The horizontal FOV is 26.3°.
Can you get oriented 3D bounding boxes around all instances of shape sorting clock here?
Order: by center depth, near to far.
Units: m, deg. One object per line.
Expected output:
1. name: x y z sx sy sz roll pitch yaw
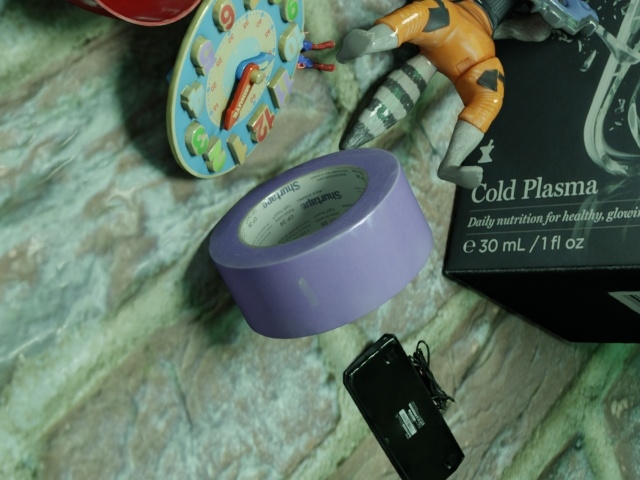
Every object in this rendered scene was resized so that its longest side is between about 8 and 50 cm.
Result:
1. shape sorting clock: -0.070 -0.151 1.209 0.206 0.040 0.206 -53 158 -32

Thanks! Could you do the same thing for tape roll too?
1. tape roll: 0.000 0.000 1.227 0.189 0.189 0.080 -48 121 -39

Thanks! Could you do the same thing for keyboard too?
1. keyboard: 0.093 0.179 1.452 0.100 0.038 0.192 -39 120 -17

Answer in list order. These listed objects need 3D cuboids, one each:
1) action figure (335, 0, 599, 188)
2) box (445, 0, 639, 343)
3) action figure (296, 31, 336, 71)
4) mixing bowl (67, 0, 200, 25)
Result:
1. action figure: 0.105 -0.255 1.433 0.341 0.178 0.330 39 48 -11
2. box: 0.440 -0.146 1.519 0.297 0.480 0.472 28 67 -44
3. action figure: -0.028 -0.184 1.330 0.115 0.030 0.038 -3 95 -47
4. mixing bowl: -0.179 -0.258 1.107 0.181 0.098 0.181 4 85 -50
